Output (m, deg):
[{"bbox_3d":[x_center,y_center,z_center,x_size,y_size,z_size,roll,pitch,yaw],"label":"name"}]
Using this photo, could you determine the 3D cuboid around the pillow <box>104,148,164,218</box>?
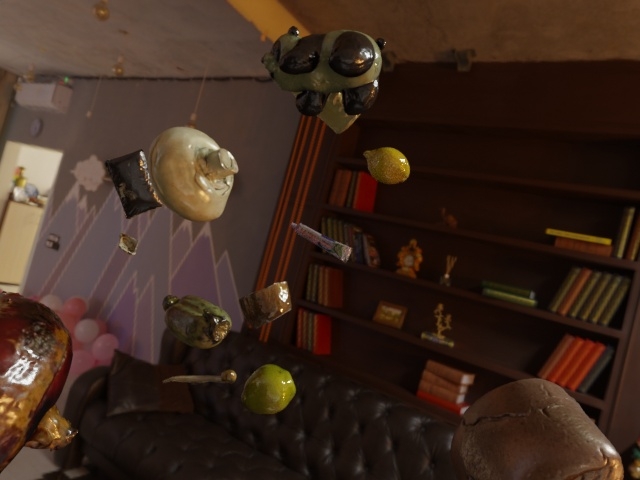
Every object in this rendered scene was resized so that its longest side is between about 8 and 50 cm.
[{"bbox_3d":[-0.631,-0.189,1.591,0.141,0.208,0.055,-21,21,-9],"label":"pillow"}]

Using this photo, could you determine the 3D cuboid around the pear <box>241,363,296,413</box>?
[{"bbox_3d":[-0.096,0.266,0.838,0.097,0.092,0.092,-24,9,-16],"label":"pear"}]

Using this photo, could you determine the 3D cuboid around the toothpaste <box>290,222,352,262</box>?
[{"bbox_3d":[0.000,0.000,1.182,0.169,0.045,0.028,28,-16,-8],"label":"toothpaste"}]

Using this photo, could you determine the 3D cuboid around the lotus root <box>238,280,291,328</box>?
[{"bbox_3d":[-0.125,0.151,1.125,0.112,0.081,0.122,-22,-8,-45],"label":"lotus root"}]

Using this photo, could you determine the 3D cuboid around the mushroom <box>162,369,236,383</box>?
[{"bbox_3d":[-0.352,0.411,1.394,0.306,0.043,0.068,-16,-46,37],"label":"mushroom"}]

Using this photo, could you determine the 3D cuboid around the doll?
[{"bbox_3d":[0.005,-0.327,0.893,0.234,0.135,0.144,1,-32,15],"label":"doll"}]

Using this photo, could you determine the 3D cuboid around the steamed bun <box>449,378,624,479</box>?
[{"bbox_3d":[0.351,0.405,0.845,0.199,0.301,0.251,22,22,-2],"label":"steamed bun"}]

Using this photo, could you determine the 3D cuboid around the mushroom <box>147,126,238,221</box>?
[{"bbox_3d":[-0.304,-0.169,1.176,0.202,0.246,0.246,-13,-14,24],"label":"mushroom"}]

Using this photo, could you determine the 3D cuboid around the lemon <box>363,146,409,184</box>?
[{"bbox_3d":[0.117,-0.133,0.825,0.092,0.065,0.065,29,-5,-10],"label":"lemon"}]

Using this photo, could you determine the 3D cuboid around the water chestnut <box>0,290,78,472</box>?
[{"bbox_3d":[-0.546,0.260,0.779,0.302,0.351,0.350,36,-12,-26],"label":"water chestnut"}]

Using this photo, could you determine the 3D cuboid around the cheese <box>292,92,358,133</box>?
[{"bbox_3d":[0.019,-0.332,1.068,0.167,0.094,0.123,40,-25,-9],"label":"cheese"}]

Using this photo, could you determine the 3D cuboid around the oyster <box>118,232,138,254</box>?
[{"bbox_3d":[-0.571,0.014,1.395,0.051,0.034,0.093,10,34,-28],"label":"oyster"}]

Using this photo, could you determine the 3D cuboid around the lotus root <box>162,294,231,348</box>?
[{"bbox_3d":[-0.445,0.277,1.666,0.309,0.173,0.173,18,0,35],"label":"lotus root"}]
